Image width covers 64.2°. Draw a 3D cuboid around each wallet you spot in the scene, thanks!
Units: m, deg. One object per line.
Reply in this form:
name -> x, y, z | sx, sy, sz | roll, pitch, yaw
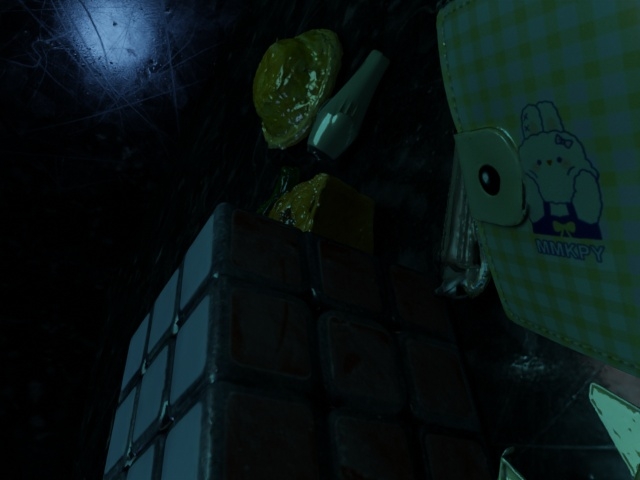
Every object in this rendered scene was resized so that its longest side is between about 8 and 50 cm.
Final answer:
wallet -> 0.193, -0.058, 0.392 | 0.223, 0.077, 0.309 | 14, 120, 63

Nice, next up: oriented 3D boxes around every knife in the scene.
knife -> 0.190, -0.095, 0.619 | 0.089, 0.043, 0.365 | -21, 51, 56

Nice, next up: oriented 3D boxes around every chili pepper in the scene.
chili pepper -> -0.097, -0.091, 1.133 | 0.182, 0.050, 0.073 | -43, 44, 45

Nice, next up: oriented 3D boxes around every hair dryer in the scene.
hair dryer -> 0.052, -0.265, 0.979 | 0.219, 0.088, 0.225 | -50, 17, 21

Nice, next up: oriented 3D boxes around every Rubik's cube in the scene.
Rubik's cube -> -0.042, 0.194, 0.553 | 0.301, 0.305, 0.303 | -46, 34, 37

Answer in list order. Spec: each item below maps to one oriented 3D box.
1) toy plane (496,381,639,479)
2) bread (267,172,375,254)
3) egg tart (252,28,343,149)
toy plane -> 0.210, 0.220, 0.312 | 0.229, 0.092, 0.244 | -1, 67, 46
bread -> 0.000, 0.000, 0.790 | 0.149, 0.143, 0.158 | -12, 61, 52
egg tart -> -0.077, -0.367, 1.202 | 0.319, 0.128, 0.318 | -38, 43, 46
